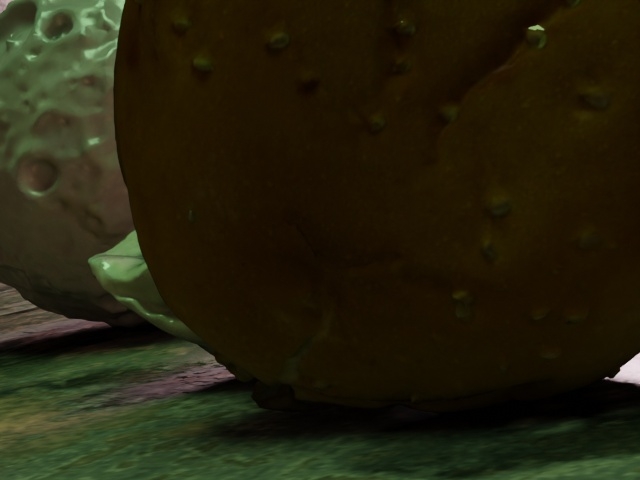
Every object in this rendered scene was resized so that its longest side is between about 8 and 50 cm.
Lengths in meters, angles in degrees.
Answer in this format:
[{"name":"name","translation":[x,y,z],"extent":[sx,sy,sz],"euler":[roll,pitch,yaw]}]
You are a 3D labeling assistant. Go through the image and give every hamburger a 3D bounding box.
[{"name":"hamburger","translation":[0.052,-0.071,0.835],"extent":[0.289,0.314,0.170],"euler":[8,-4,18]}]

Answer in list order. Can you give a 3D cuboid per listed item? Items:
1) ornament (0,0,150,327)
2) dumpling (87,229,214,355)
[{"name":"ornament","translation":[-0.136,-0.070,1.273],"extent":[0.259,0.259,0.225],"euler":[-3,-35,48]},{"name":"dumpling","translation":[0.000,0.000,0.998],"extent":[0.250,0.132,0.162],"euler":[-7,9,12]}]
